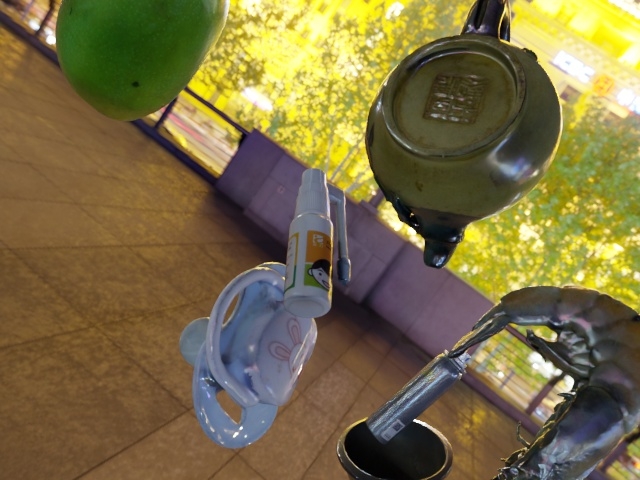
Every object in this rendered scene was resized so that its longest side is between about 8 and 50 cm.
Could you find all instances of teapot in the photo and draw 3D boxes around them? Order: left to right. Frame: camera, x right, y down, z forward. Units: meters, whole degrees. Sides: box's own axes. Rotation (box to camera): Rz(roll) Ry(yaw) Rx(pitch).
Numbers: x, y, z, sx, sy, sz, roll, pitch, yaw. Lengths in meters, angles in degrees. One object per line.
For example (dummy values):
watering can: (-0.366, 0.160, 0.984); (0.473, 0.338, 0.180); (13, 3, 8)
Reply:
teapot: (0.142, -0.104, 0.541); (0.173, 0.270, 0.182); (12, -15, 25)

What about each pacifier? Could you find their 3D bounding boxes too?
pacifier: (-0.133, 0.159, 0.853); (0.225, 0.287, 0.238); (-4, -44, 34)

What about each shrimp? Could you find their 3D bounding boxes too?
shrimp: (0.185, 0.128, 0.481); (0.150, 0.217, 0.051); (39, -8, 26)

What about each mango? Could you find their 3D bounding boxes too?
mango: (-0.270, -0.346, 0.853); (0.201, 0.382, 0.225); (-20, 76, -49)

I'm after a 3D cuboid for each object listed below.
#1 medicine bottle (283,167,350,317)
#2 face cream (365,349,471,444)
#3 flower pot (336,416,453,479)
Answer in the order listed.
medicine bottle: (0.000, 0.000, 0.759); (0.092, 0.061, 0.221); (24, 49, -28)
face cream: (0.227, 0.349, 1.275); (0.073, 0.283, 0.073); (46, 6, -6)
flower pot: (0.169, 0.548, 1.305); (0.268, 0.166, 0.269); (0, 18, 0)
